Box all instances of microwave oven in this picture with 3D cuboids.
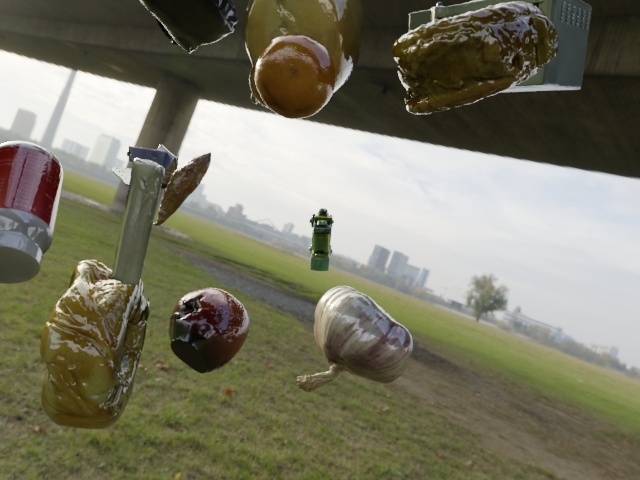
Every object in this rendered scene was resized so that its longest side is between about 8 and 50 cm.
[{"bbox_3d":[0.430,-0.480,1.182,0.286,0.218,0.355,-15,21,-42],"label":"microwave oven"}]

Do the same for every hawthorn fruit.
[{"bbox_3d":[-0.407,0.325,1.742,0.316,0.316,0.316,21,-2,1],"label":"hawthorn fruit"}]

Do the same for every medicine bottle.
[{"bbox_3d":[-0.542,-0.055,0.856,0.131,0.131,0.250,22,40,-40],"label":"medicine bottle"}]

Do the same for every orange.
[{"bbox_3d":[-0.049,-0.315,0.926,0.156,0.156,0.124,21,11,-8],"label":"orange"}]

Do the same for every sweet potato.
[{"bbox_3d":[-0.312,-0.120,1.073,0.060,0.206,0.068,27,-5,35],"label":"sweet potato"}]

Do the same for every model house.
[{"bbox_3d":[-0.416,-0.190,1.198,0.167,0.088,0.117,2,29,-43],"label":"model house"}]

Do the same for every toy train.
[{"bbox_3d":[0.000,0.000,0.953,0.050,0.122,0.081,4,26,2],"label":"toy train"}]

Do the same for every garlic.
[{"bbox_3d":[0.052,0.245,1.063,0.245,0.253,0.245,45,-14,15],"label":"garlic"}]

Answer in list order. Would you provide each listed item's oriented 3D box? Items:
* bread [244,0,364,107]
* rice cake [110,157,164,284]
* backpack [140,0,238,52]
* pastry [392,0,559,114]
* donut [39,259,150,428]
[{"bbox_3d":[-0.022,-0.506,1.186,0.253,0.348,0.376,9,23,4],"label":"bread"},{"bbox_3d":[-0.343,-0.028,0.897,0.057,0.256,0.052,24,19,14],"label":"rice cake"},{"bbox_3d":[-0.421,-0.731,1.249,0.445,0.255,0.363,64,7,17],"label":"backpack"},{"bbox_3d":[0.233,-0.294,0.752,0.235,0.132,0.240,-17,19,18],"label":"pastry"},{"bbox_3d":[-0.490,0.222,1.060,0.170,0.360,0.360,7,0,-9],"label":"donut"}]
